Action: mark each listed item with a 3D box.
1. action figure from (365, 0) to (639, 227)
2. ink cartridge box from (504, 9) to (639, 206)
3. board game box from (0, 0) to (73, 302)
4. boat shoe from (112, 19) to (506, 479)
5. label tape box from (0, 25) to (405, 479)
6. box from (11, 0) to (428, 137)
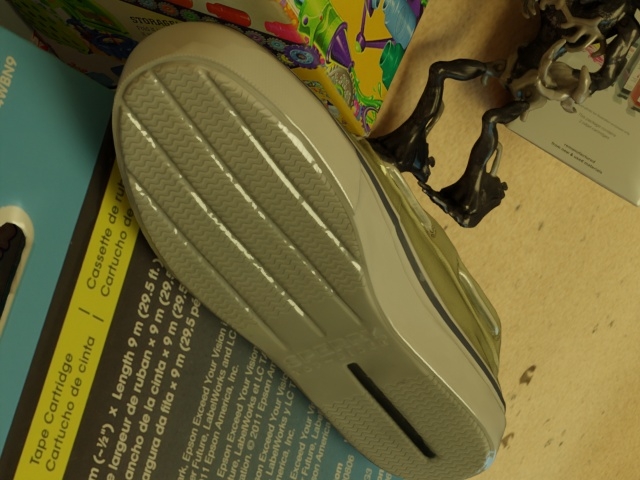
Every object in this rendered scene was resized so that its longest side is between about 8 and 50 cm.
[{"bbox_3d":[0.151,-0.147,1.409,0.276,0.164,0.141,-54,154,11],"label":"action figure"},{"bbox_3d":[0.246,-0.137,1.530,0.176,0.127,0.128,-58,179,6],"label":"ink cartridge box"},{"bbox_3d":[-0.229,-0.136,0.886,0.318,0.066,0.319,17,82,-57],"label":"board game box"},{"bbox_3d":[0.000,0.000,0.915,0.302,0.109,0.094,55,31,-36],"label":"boat shoe"},{"bbox_3d":[-0.096,0.084,0.945,0.347,0.115,0.249,31,66,-39],"label":"label tape box"},{"bbox_3d":[-0.047,-0.252,0.911,0.290,0.177,0.279,-66,146,-23],"label":"box"}]
